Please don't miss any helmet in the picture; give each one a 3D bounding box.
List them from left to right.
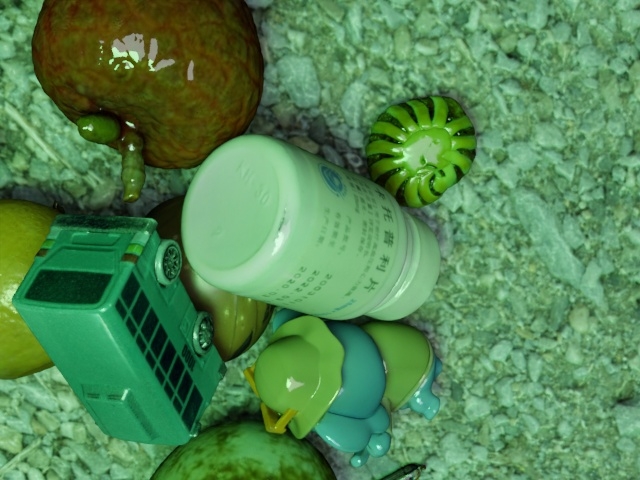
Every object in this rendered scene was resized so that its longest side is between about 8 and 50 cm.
[{"bbox_3d":[-0.142,0.059,1.205,0.198,0.130,0.224,2,103,-2],"label":"helmet"}]

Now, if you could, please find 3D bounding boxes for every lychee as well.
[{"bbox_3d":[-0.185,-0.187,1.087,0.255,0.255,0.300,28,73,-10],"label":"lychee"}]

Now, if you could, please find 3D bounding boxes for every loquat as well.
[{"bbox_3d":[-0.342,0.052,1.146,0.208,0.208,0.208,-1,103,-5],"label":"loquat"}]

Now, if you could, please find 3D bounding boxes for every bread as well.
[{"bbox_3d":[0.124,-0.108,1.223,0.139,0.071,0.130,-22,99,0],"label":"bread"}]

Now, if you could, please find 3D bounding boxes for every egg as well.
[{"bbox_3d":[-0.108,0.350,1.217,0.289,0.238,0.238,-43,103,9],"label":"egg"}]

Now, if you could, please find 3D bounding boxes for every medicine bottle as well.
[{"bbox_3d":[0.000,0.000,1.124,0.293,0.170,0.170,22,102,-49],"label":"medicine bottle"}]

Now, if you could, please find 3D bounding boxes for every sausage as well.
[{"bbox_3d":[0.054,0.347,1.340,0.198,0.025,0.028,-29,101,2],"label":"sausage"}]

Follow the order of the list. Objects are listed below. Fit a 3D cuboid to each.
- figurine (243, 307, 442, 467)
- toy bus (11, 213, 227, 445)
[{"bbox_3d":[0.041,0.173,1.210,0.262,0.154,0.180,17,67,-26],"label":"figurine"},{"bbox_3d":[-0.202,0.103,1.059,0.128,0.147,0.256,3,138,21],"label":"toy bus"}]
